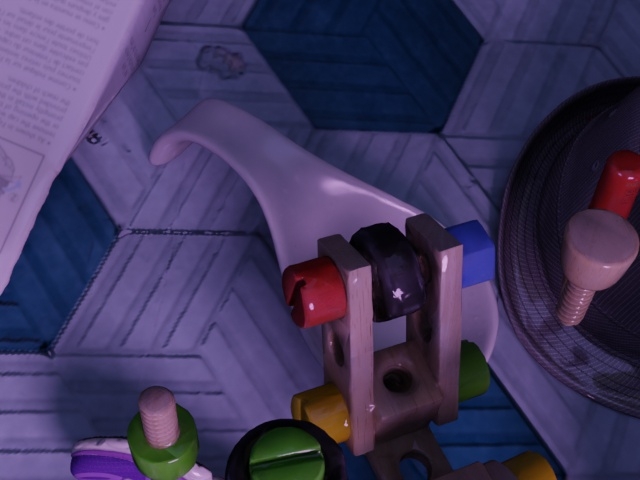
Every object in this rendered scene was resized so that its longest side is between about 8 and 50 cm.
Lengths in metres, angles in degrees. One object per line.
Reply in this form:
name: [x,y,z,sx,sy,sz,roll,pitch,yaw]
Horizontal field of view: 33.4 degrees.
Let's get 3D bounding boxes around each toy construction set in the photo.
toy construction set: [0.092,0.120,0.618,0.257,0.237,0.309,35,59,21]

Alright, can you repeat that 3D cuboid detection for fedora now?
fedora: [0.260,-0.020,0.752,0.244,0.124,0.275,29,65,3]

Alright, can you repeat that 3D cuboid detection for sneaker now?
sneaker: [-0.080,0.172,0.641,0.170,0.068,0.071,29,71,2]

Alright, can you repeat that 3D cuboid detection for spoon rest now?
spoon rest: [0.000,0.000,0.719,0.276,0.084,0.137,40,66,9]

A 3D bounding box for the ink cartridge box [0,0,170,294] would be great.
ink cartridge box: [-0.291,-0.152,0.753,0.308,0.091,0.385,23,82,-1]
